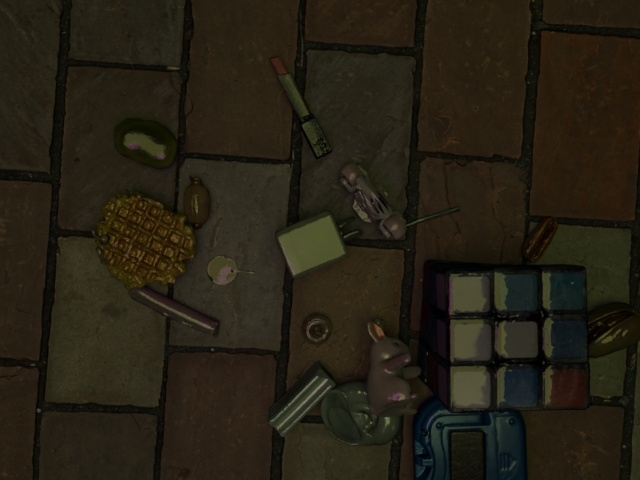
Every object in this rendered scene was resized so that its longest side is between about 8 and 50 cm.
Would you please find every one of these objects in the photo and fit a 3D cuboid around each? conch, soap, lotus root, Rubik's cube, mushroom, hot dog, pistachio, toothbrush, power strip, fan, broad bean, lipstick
[{"bbox_3d":[0.109,0.472,1.691,0.221,0.121,0.185,30,83,3],"label":"conch"},{"bbox_3d":[-0.053,0.428,1.684,0.198,0.119,0.066,-45,94,-2],"label":"soap"},{"bbox_3d":[-0.338,-0.105,1.698,0.073,0.062,0.150,-2,91,-3],"label":"lotus root"},{"bbox_3d":[0.452,0.227,1.593,0.363,0.359,0.362,3,92,-4],"label":"Rubik's cube"},{"bbox_3d":[-0.010,0.247,1.706,0.085,0.079,0.085,0,89,0],"label":"mushroom"},{"bbox_3d":[0.623,-0.006,1.761,0.062,0.038,0.144,32,86,0],"label":"hot dog"},{"bbox_3d":[0.805,0.253,1.735,0.206,0.131,0.129,-27,46,2],"label":"pistachio"},{"bbox_3d":[0.289,-0.061,1.755,0.219,0.016,0.019,-16,82,-2],"label":"toothbrush"},{"bbox_3d":[0.000,0.000,1.679,0.224,0.140,0.139,-23,90,-4],"label":"power strip"},{"bbox_3d":[-0.250,0.085,1.731,0.133,0.005,0.085,3,89,-2],"label":"fan"},{"bbox_3d":[-0.476,-0.266,1.689,0.174,0.082,0.124,13,89,-13],"label":"broad bean"},{"bbox_3d":[-0.059,-0.377,1.720,0.051,0.051,0.312,-26,90,-1],"label":"lipstick"}]

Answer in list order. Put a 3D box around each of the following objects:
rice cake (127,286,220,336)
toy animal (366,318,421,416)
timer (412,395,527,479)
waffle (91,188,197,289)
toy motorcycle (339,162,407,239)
[{"bbox_3d":[-0.399,0.191,1.701,0.270,0.049,0.055,27,75,-1],"label":"rice cake"},{"bbox_3d":[0.191,0.319,1.629,0.138,0.140,0.282,-4,59,13],"label":"toy animal"},{"bbox_3d":[0.413,0.597,1.712,0.309,0.115,0.340,-2,90,0],"label":"timer"},{"bbox_3d":[-0.470,-0.004,1.668,0.262,0.060,0.280,-17,84,-2],"label":"waffle"},{"bbox_3d":[0.145,-0.109,1.697,0.112,0.112,0.254,-39,86,-2],"label":"toy motorcycle"}]
